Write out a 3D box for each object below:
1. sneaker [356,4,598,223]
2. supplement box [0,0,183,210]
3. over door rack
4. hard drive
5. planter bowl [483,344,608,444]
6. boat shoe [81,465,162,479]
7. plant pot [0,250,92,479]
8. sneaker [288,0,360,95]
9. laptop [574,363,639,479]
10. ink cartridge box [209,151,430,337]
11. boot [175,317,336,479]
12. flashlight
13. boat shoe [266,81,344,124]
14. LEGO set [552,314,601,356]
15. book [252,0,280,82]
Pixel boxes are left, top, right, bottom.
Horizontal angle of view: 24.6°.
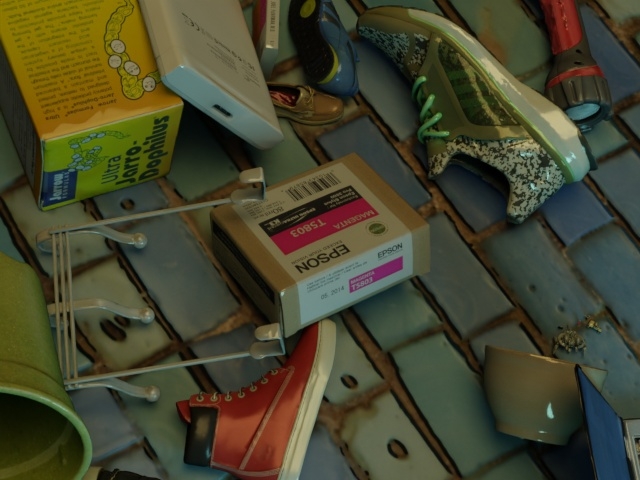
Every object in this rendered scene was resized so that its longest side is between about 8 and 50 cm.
[{"bbox_3d":[0.190,-0.179,2.093,0.410,0.158,0.182,39,80,15],"label":"sneaker"},{"bbox_3d":[-0.344,-0.256,1.980,0.195,0.194,0.356,-18,69,-19],"label":"supplement box"},{"bbox_3d":[-0.197,0.070,1.859,0.324,0.108,0.239,-15,64,13],"label":"over door rack"},{"bbox_3d":[-0.171,-0.308,2.009,0.047,0.233,0.353,-32,54,20],"label":"hard drive"},{"bbox_3d":[0.284,0.205,1.910,0.162,0.162,0.109,11,88,-6],"label":"planter bowl"},{"bbox_3d":[-0.229,0.424,1.698,0.113,0.127,0.340,-1,54,1],"label":"boat shoe"},{"bbox_3d":[-0.415,0.154,1.731,0.276,0.276,0.254,-1,48,-12],"label":"plant pot"},{"bbox_3d":[0.010,-0.295,2.156,0.082,0.069,0.209,23,41,-42],"label":"sneaker"},{"bbox_3d":[0.493,0.365,1.809,0.408,0.236,0.382,0,64,-13],"label":"laptop"},{"bbox_3d":[0.000,0.000,1.945,0.234,0.088,0.193,-24,45,-22],"label":"ink cartridge box"},{"bbox_3d":[-0.084,0.187,1.873,0.176,0.088,0.244,18,64,0],"label":"boot"},{"bbox_3d":[0.361,-0.313,2.208,0.103,0.103,0.304,-5,66,-11],"label":"flashlight"},{"bbox_3d":[-0.030,-0.199,2.100,0.135,0.045,0.050,4,63,-10],"label":"boat shoe"},{"bbox_3d":[0.353,0.130,2.024,0.054,0.023,0.083,35,62,7],"label":"LEGO set"},{"bbox_3d":[-0.077,-0.311,2.118,0.035,0.096,0.144,6,63,-10],"label":"book"}]
